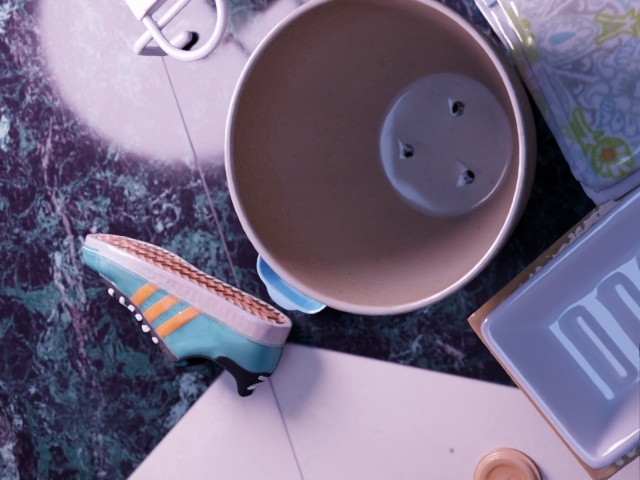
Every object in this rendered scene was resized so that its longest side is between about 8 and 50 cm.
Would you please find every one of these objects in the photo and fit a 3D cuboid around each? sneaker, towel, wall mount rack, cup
[{"bbox_3d":[-0.187,0.093,1.584,0.302,0.108,0.121,27,102,19],"label":"sneaker"},{"bbox_3d":[0.353,-0.257,1.259,0.374,0.090,0.321,-37,60,27],"label":"towel"},{"bbox_3d":[-0.162,-0.398,1.519,0.304,0.130,0.350,-38,79,27],"label":"wall mount rack"},{"bbox_3d":[0.099,-0.100,1.358,0.331,0.237,0.331,3,98,27],"label":"cup"}]

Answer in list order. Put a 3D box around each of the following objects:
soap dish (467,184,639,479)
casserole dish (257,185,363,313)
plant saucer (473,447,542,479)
[{"bbox_3d":[0.336,0.081,1.333,0.291,0.118,0.229,-44,77,23],"label":"soap dish"},{"bbox_3d":[0.000,0.000,1.527,0.114,0.037,0.188,36,110,17],"label":"casserole dish"},{"bbox_3d":[0.218,0.284,1.466,0.083,0.013,0.083,3,97,25],"label":"plant saucer"}]
